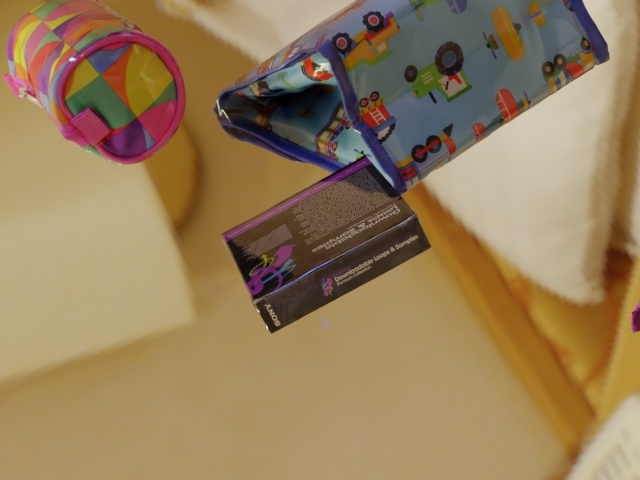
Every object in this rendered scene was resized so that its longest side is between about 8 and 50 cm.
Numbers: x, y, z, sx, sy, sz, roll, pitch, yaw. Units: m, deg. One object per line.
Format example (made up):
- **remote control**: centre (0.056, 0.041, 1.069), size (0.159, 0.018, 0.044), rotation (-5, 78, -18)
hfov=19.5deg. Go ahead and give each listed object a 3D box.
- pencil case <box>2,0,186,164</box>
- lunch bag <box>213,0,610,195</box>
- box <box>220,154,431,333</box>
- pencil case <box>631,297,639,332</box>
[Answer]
- **pencil case**: centre (-0.173, -0.124, 1.402), size (0.104, 0.104, 0.236), rotation (68, 168, -19)
- **lunch bag**: centre (0.049, -0.153, 1.515), size (0.293, 0.221, 0.138), rotation (11, 131, 63)
- **box**: centre (0.000, 0.000, 1.213), size (0.029, 0.116, 0.162), rotation (62, 179, -17)
- **pencil case**: centre (0.253, 0.016, 1.257), size (0.151, 0.070, 0.064), rotation (-59, -35, -59)
